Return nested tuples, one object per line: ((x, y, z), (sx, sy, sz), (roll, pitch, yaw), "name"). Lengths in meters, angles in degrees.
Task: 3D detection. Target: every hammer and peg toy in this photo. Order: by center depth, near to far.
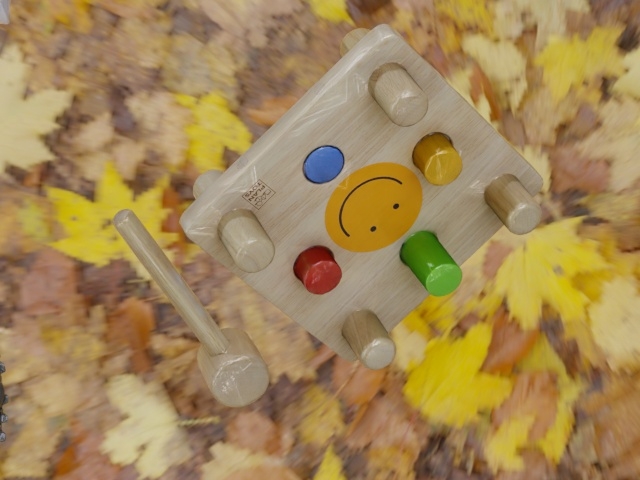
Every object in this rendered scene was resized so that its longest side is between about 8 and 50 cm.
((0.000, 0.000, 1.692), (0.361, 0.127, 0.266), (-43, 129, 8), "hammer and peg toy")

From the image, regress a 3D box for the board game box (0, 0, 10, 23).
((-0.470, -0.384, 1.968), (0.318, 0.066, 0.318), (1, 72, 0), "board game box")

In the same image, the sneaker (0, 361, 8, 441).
((-0.267, 0.167, 1.200), (0.086, 0.085, 0.237), (24, 96, 41), "sneaker")
